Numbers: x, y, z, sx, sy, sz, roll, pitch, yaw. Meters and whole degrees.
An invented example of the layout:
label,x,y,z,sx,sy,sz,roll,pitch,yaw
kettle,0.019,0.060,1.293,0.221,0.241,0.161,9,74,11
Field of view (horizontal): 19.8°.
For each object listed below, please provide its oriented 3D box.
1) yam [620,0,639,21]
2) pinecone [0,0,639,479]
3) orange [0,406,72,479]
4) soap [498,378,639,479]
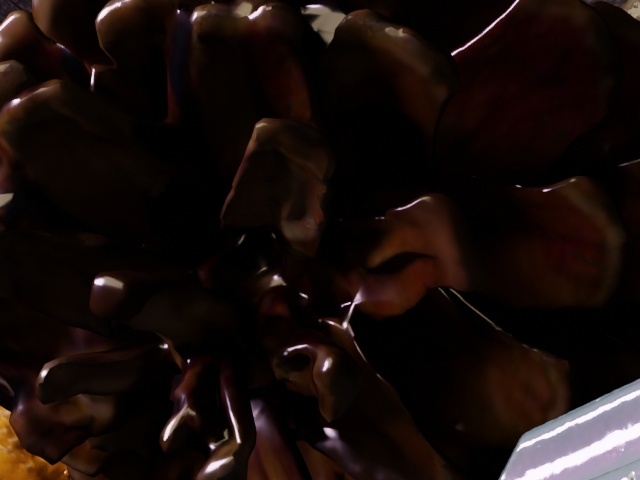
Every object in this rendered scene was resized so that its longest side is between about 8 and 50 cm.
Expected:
label,x,y,z,sx,sy,sz,roll,pitch,yaw
yam,0.202,-0.127,1.194,0.094,0.043,0.043,-50,18,11
pinecone,0.000,0.000,0.914,0.398,0.397,0.398,-45,19,21
orange,-0.277,0.183,1.328,0.341,0.340,0.293,-71,-7,-45
soap,0.136,0.134,0.716,0.230,0.145,0.091,-31,18,38
